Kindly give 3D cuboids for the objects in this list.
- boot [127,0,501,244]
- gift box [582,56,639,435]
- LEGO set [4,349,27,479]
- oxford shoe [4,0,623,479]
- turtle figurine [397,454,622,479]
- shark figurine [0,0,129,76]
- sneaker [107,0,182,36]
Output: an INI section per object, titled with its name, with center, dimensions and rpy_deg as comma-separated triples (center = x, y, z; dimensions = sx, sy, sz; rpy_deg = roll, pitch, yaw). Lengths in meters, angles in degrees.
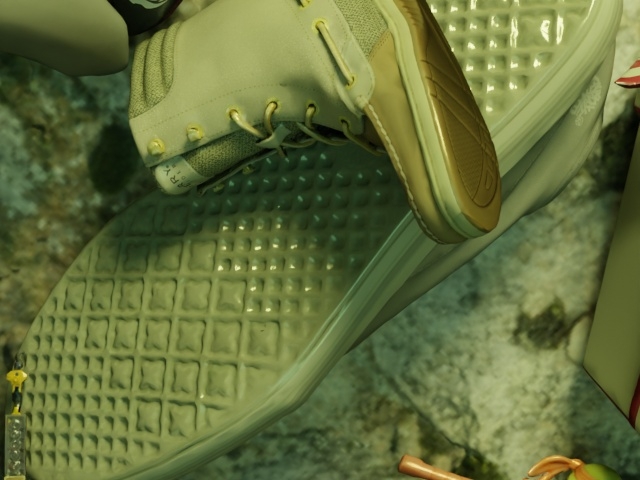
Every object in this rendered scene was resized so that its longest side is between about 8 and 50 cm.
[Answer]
[boot]
center = -0.011, -0.059, 0.615
dimensions = 0.165, 0.213, 0.077
rpy_deg = -30, 147, 16
[gift box]
center = 0.296, 0.010, 0.674
dimensions = 0.276, 0.255, 0.258
rpy_deg = 4, 108, -17
[LEGO set]
center = -0.295, 0.099, 0.697
dimensions = 0.255, 0.192, 0.331
rpy_deg = -25, 88, -14
[oxford shoe]
center = 0.000, 0.000, 0.710
dimensions = 0.449, 0.130, 0.169
rpy_deg = -42, 63, 9
[turtle figurine]
center = 0.144, 0.224, 0.818
dimensions = 0.269, 0.087, 0.217
rpy_deg = 14, 113, -19
[shark figurine]
center = -0.216, -0.090, 0.544
dimensions = 0.278, 0.116, 0.166
rpy_deg = -19, 141, -18
[sneaker]
center = -0.169, -0.171, 0.657
dimensions = 0.281, 0.106, 0.162
rpy_deg = 2, 141, 15
